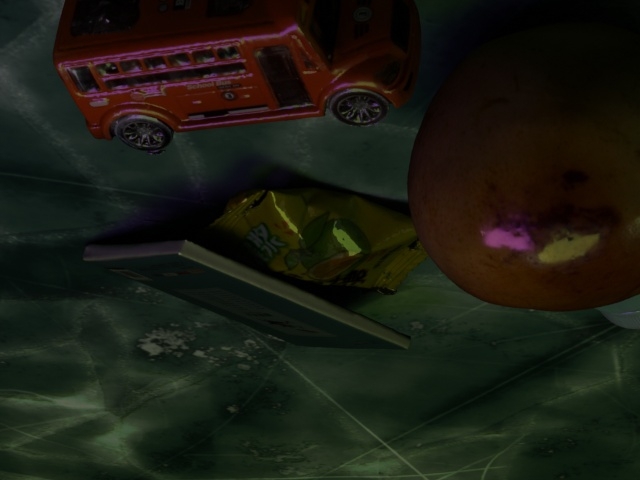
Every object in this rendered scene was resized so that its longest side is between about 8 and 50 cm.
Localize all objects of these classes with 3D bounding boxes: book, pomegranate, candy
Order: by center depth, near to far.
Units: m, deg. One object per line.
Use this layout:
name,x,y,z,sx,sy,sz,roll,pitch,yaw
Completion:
pomegranate,0.229,-0.072,1.273,0.319,0.319,0.319,2,150,1
candy,0.000,0.000,1.607,0.297,0.081,0.187,10,149,-24
book,-0.097,0.078,1.715,0.379,0.031,0.264,25,164,-34

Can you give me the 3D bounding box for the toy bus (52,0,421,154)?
toy bus,-0.076,-0.191,1.220,0.329,0.143,0.153,-4,147,16

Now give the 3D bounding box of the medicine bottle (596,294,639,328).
medicine bottle,0.343,0.005,1.517,0.139,0.139,0.225,-13,146,26
